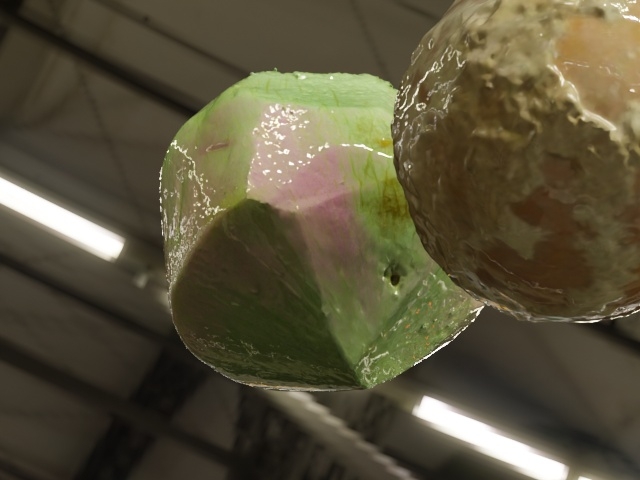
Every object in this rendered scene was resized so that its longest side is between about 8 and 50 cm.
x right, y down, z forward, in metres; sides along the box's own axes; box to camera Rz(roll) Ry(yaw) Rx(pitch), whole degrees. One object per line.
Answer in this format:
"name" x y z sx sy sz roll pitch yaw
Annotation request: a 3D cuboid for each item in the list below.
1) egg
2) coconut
"egg" 0.141 -0.051 1.011 0.203 0.203 0.245 18 -14 11
"coconut" 0.000 0.000 1.211 0.205 0.236 0.236 -31 -49 17
